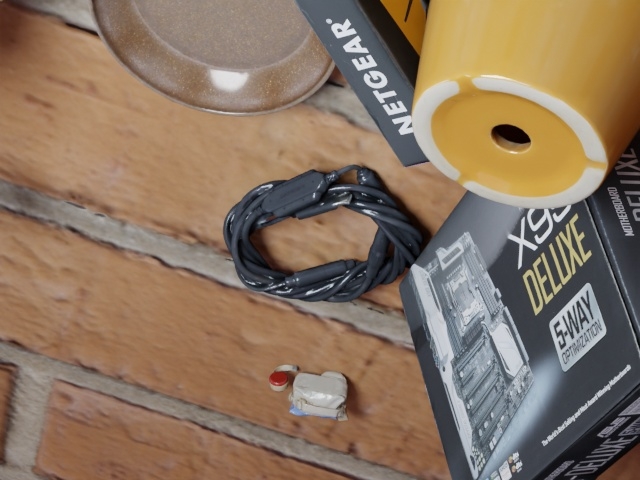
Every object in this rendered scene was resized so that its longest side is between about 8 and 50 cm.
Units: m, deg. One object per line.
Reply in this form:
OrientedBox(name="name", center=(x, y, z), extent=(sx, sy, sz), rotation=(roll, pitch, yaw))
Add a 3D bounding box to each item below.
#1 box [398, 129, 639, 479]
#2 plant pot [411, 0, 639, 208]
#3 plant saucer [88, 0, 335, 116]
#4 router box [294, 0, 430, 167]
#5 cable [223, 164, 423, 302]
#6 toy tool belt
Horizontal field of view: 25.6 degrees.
OrientedBox(name="box", center=(0.176, 0.063, 1.112), extent=(0.077, 0.242, 0.307), rotation=(-2, 150, -23))
OrientedBox(name="plant pot", center=(0.149, -0.132, 0.924), extent=(0.205, 0.188, 0.205), rotation=(19, 149, 12))
OrientedBox(name="plant saucer", center=(-0.079, -0.179, 1.086), extent=(0.199, 0.036, 0.198), rotation=(8, 139, 7))
OrientedBox(name="router box", center=(0.049, -0.160, 0.994), extent=(0.046, 0.133, 0.179), rotation=(-12, 134, 29))
OrientedBox(name="cable", center=(0.000, 0.000, 1.269), extent=(0.184, 0.047, 0.150), rotation=(-26, 130, 33))
OrientedBox(name="toy tool belt", center=(-0.012, 0.164, 1.450), extent=(0.083, 0.052, 0.051), rotation=(8, 131, 9))
